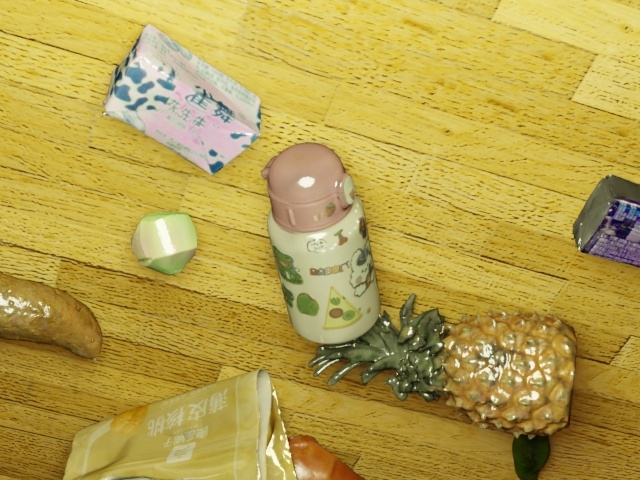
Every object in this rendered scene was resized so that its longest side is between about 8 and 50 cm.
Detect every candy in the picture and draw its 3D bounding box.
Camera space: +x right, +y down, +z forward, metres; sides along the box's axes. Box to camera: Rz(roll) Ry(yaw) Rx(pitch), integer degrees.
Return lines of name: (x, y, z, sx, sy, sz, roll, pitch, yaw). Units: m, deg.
candy: (-0.151, -0.149, 1.175, 0.160, 0.073, 0.092, 32, 127, -24)
candy: (0.461, 0.007, 1.297, 0.313, 0.061, 0.088, 16, 129, -13)

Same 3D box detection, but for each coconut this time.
coconut: (-0.189, 0.003, 1.310, 0.083, 0.082, 0.081, -15, 96, 4)

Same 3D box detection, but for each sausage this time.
sausage: (0.011, 0.387, 1.608, 0.133, 0.133, 0.258, -33, 125, 27)

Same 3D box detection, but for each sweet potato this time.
sweet potato: (-0.445, 0.080, 1.379, 0.342, 0.092, 0.114, 13, 147, -8)

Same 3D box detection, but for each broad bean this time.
broad bean: (0.301, 0.266, 1.546, 0.060, 0.043, 0.297, 4, 133, 20)

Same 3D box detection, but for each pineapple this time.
pineapple: (0.158, 0.157, 1.391, 0.341, 0.169, 0.169, 6, 132, 6)

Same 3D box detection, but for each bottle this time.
bottle: (0.000, 0.000, 1.271, 0.121, 0.120, 0.253, -5, 132, 7)

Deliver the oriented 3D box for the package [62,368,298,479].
package: (-0.207, 0.323, 1.480, 0.311, 0.221, 0.165, -18, 169, 17)
